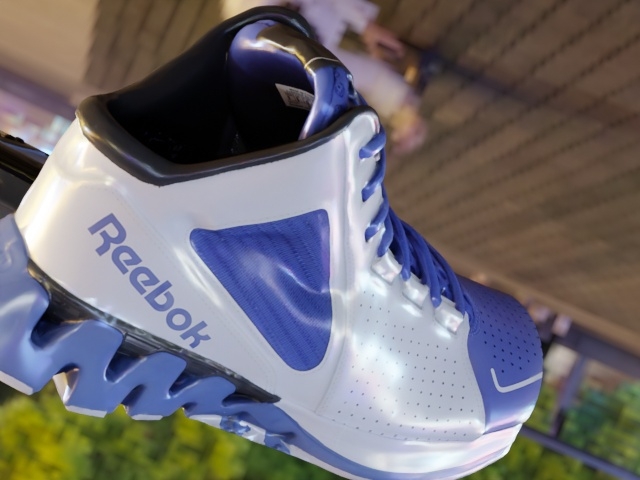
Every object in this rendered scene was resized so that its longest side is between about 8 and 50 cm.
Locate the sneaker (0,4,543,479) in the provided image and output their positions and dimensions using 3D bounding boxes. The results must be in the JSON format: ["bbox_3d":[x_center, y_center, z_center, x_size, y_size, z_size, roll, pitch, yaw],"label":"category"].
[{"bbox_3d":[-0.001,0.000,0.894,0.315,0.182,0.127,13,-151,-35],"label":"sneaker"}]

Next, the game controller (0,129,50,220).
[{"bbox_3d":[-0.141,-0.016,1.322,0.319,0.067,0.166,28,-169,14],"label":"game controller"}]
